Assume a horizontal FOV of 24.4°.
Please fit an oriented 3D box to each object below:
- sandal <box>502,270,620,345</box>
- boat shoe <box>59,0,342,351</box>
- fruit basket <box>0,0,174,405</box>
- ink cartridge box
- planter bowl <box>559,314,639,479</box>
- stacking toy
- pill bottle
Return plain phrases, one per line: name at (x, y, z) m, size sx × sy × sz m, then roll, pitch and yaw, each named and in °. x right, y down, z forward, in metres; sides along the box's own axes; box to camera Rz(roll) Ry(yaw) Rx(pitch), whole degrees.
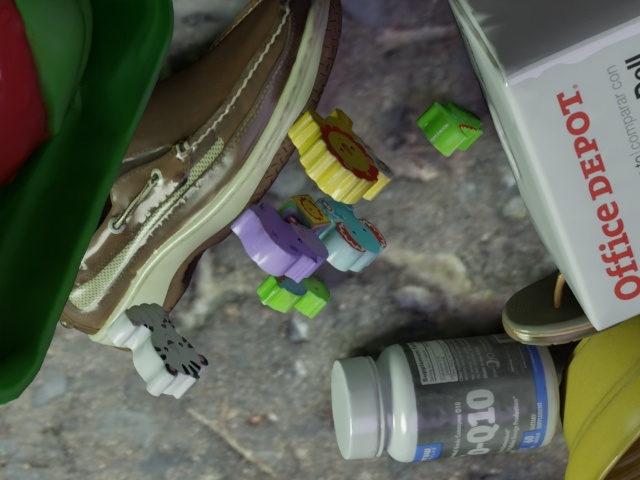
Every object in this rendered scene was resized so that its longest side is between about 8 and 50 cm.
sandal at (0.194, 0.010, 0.930) m, size 0.180 × 0.072 × 0.049 m, roll -24°, pitch 113°, yaw 3°
boat shoe at (-0.087, -0.044, 0.802) m, size 0.095 × 0.095 × 0.257 m, roll 25°, pitch 118°, yaw -22°
fruit basket at (-0.137, -0.158, 0.487) m, size 0.392 × 0.283 × 0.392 m, roll 8°, pitch 138°, yaw 7°
ink cartridge box at (0.236, -0.098, 0.822) m, size 0.278 × 0.117 × 0.201 m, roll -23°, pitch 129°, yaw 5°
planter bowl at (0.222, 0.094, 0.963) m, size 0.217 × 0.090 × 0.217 m, roll -30°, pitch 150°, yaw -20°
stacking toy at (0.000, 0.000, 0.811) m, size 0.167 × 0.052 × 0.221 m, roll -45°, pitch 166°, yaw 23°
pill bottle at (0.079, 0.103, 0.964) m, size 0.137 × 0.078 × 0.078 m, roll -5°, pitch 128°, yaw -10°
